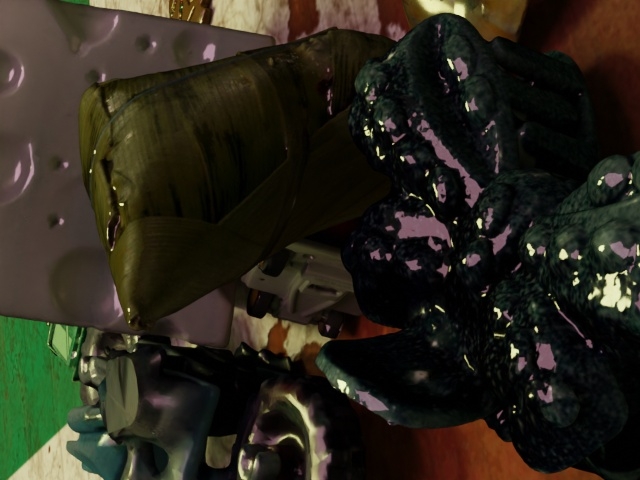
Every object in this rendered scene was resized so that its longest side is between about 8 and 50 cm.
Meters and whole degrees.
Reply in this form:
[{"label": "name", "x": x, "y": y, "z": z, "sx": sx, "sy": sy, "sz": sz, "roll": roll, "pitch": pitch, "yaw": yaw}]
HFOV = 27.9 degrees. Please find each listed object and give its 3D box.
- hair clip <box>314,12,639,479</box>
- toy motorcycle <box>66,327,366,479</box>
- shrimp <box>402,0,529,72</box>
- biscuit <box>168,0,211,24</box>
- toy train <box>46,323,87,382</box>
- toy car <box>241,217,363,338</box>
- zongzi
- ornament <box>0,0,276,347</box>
[{"label": "hair clip", "x": 0.118, "y": 0.012, "z": 0.690, "sx": 0.310, "sy": 0.194, "sz": 0.206, "roll": 42, "pitch": 114, "yaw": 54}, {"label": "toy motorcycle", "x": -0.108, "y": 0.187, "z": 1.033, "sx": 0.416, "sy": 0.172, "sz": 0.232, "roll": 16, "pitch": 97, "yaw": 53}, {"label": "shrimp", "x": 0.093, "y": -0.214, "z": 0.828, "sx": 0.145, "sy": 0.059, "sz": 0.254, "roll": -127, "pitch": 34, "yaw": -49}, {"label": "biscuit", "x": -0.134, "y": -0.233, "z": 1.294, "sx": 0.092, "sy": 0.016, "sz": 0.082, "roll": 37, "pitch": 117, "yaw": 53}, {"label": "toy train", "x": -0.205, "y": 0.004, "z": 1.286, "sx": 0.154, "sy": 0.115, "sz": 0.269, "roll": 30, "pitch": 111, "yaw": 47}, {"label": "toy car", "x": 0.000, "y": 0.000, "z": 0.967, "sx": 0.139, "sy": 0.112, "sz": 0.112, "roll": 133, "pitch": 148, "yaw": -57}, {"label": "zongzi", "x": -0.018, "y": -0.039, "z": 0.798, "sx": 0.274, "sy": 0.251, "sz": 0.125, "roll": -122, "pitch": 17, "yaw": -64}, {"label": "ornament", "x": -0.176, "y": -0.064, "z": 1.050, "sx": 0.240, "sy": 0.239, "sz": 0.239, "roll": -128, "pitch": 47, "yaw": -82}]
